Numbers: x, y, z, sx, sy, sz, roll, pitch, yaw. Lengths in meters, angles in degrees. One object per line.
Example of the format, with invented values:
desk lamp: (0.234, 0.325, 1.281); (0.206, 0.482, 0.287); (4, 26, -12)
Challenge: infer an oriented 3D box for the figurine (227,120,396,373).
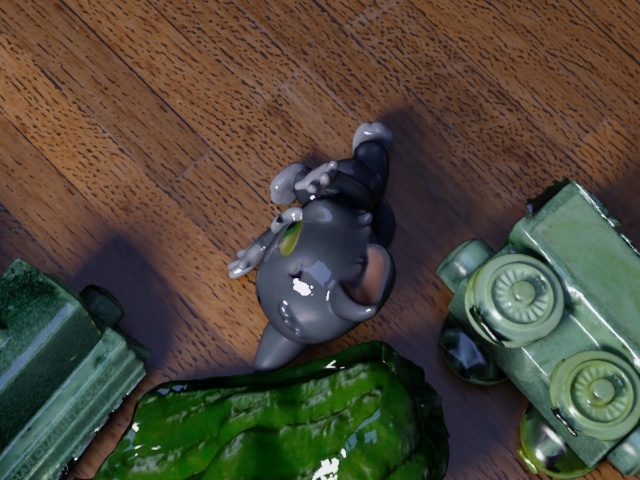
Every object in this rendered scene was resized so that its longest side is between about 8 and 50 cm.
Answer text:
figurine: (0.004, 0.001, 1.850); (0.140, 0.193, 0.265); (52, 36, -10)

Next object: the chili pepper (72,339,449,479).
chili pepper: (-0.059, 0.223, 1.765); (0.385, 0.213, 0.167); (-22, 119, 11)

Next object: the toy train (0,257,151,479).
toy train: (-0.302, 0.158, 1.759); (0.138, 0.178, 0.330); (34, 74, 23)

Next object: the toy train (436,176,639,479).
toy train: (0.236, 0.089, 1.821); (0.188, 0.159, 0.272); (-37, 78, -21)
